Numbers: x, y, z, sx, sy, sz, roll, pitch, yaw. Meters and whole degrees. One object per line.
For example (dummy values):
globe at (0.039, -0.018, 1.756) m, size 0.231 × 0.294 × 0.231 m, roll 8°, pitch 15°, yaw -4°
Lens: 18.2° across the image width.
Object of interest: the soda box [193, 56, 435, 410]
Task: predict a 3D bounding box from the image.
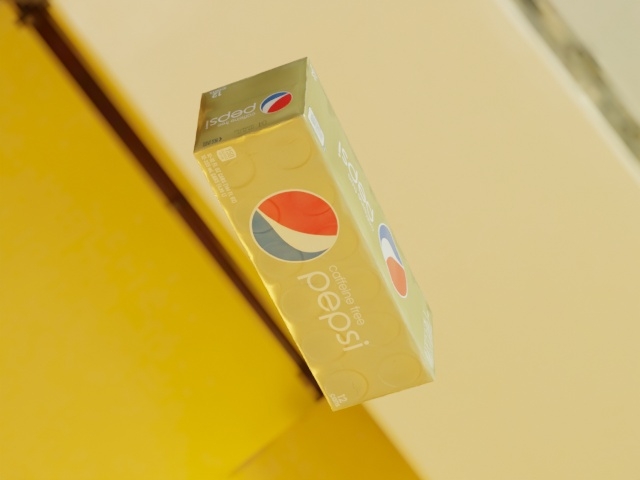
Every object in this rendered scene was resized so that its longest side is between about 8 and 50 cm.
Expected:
soda box at (0.000, 0.000, 1.032) m, size 0.061 × 0.181 × 0.058 m, roll -18°, pitch -147°, yaw 14°
